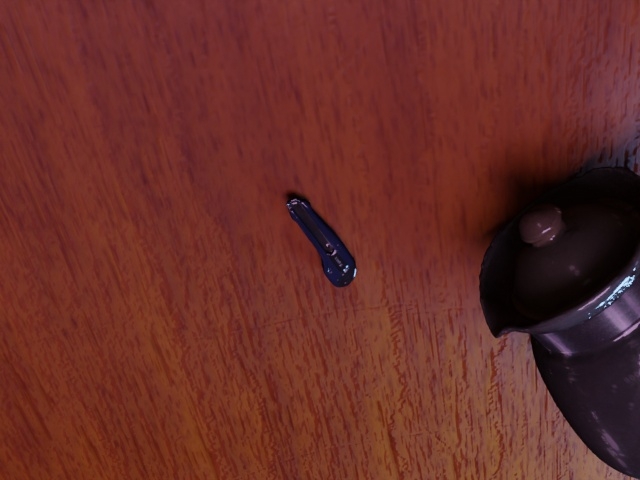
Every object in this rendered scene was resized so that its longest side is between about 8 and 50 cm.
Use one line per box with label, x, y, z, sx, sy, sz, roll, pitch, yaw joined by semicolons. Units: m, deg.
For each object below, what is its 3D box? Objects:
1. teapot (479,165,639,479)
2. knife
teapot;0.300;0.045;0.906;0.305;0.223;0.285;-31;121;32
knife;0.000;0.000;0.946;0.031;0.018;0.121;-29;126;11
